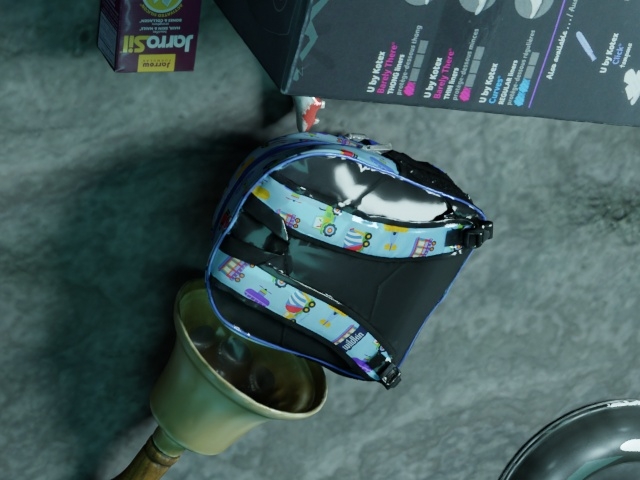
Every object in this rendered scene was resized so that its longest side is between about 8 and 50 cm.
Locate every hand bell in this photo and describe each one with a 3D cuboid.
[{"bbox_3d":[-0.115,0.152,1.327,0.126,0.126,0.242,23,121,-31],"label":"hand bell"}]

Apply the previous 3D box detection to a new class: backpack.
[{"bbox_3d":[0.000,0.000,1.256,0.173,0.117,0.158,20,110,-31],"label":"backpack"}]

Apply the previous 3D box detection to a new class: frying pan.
[{"bbox_3d":[0.282,0.244,1.562,0.326,0.053,0.197,26,107,-29],"label":"frying pan"}]

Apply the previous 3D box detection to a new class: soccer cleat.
[{"bbox_3d":[-0.014,-0.111,1.242,0.035,0.029,0.083,2,115,-14],"label":"soccer cleat"}]

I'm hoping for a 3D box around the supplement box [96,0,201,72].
[{"bbox_3d":[-0.105,-0.150,1.170,0.055,0.043,0.083,-4,121,-22],"label":"supplement box"}]

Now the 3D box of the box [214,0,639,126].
[{"bbox_3d":[0.089,-0.173,1.163,0.270,0.165,0.143,3,118,-24],"label":"box"}]
